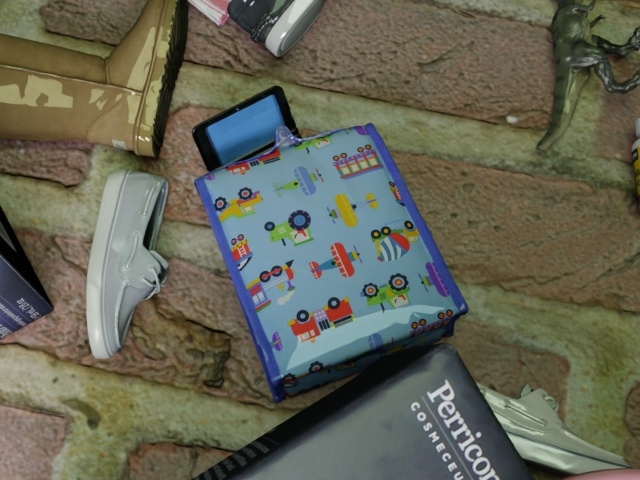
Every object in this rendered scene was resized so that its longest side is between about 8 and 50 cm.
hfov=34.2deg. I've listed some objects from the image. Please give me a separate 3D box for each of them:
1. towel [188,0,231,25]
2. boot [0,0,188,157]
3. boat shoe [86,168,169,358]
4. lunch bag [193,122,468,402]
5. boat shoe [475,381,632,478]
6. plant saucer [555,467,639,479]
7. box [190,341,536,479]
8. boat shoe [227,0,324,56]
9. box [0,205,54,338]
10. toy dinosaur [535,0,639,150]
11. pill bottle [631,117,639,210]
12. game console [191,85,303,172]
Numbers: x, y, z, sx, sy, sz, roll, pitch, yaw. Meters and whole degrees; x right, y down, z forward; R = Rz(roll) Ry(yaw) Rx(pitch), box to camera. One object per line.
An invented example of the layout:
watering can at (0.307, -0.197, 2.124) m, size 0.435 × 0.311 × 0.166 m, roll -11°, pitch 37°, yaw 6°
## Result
towel at (-0.122, -0.383, 1.342) m, size 0.144 × 0.029 × 0.197 m, roll 36°, pitch 73°, yaw 9°
boot at (-0.310, -0.224, 1.254) m, size 0.270 × 0.089 × 0.236 m, roll 10°, pitch 72°, yaw 3°
boat shoe at (-0.214, 0.024, 1.184) m, size 0.081 × 0.079 × 0.227 m, roll 3°, pitch 70°, yaw 4°
lunch bag at (0.000, 0.000, 1.168) m, size 0.221 × 0.138 × 0.293 m, roll -20°, pitch 74°, yaw -7°
boat shoe at (0.222, 0.198, 1.136) m, size 0.258 × 0.095 × 0.084 m, roll 20°, pitch 78°, yaw 3°
plant saucer at (0.226, 0.338, 0.777) m, size 0.332 × 0.084 × 0.332 m, roll 2°, pitch 80°, yaw -9°
box at (0.015, 0.418, 0.927) m, size 0.472 × 0.297 × 0.480 m, roll -31°, pitch 86°, yaw -12°
boat shoe at (0.005, -0.369, 1.295) m, size 0.091 × 0.114 × 0.302 m, roll 38°, pitch 75°, yaw 3°
box at (-0.466, 0.043, 1.058) m, size 0.294 × 0.296 × 0.182 m, roll -29°, pitch 76°, yaw -9°
toy dinosaur at (0.338, -0.229, 1.293) m, size 0.118 × 0.064 × 0.268 m, roll 7°, pitch 75°, yaw 7°
pill bottle at (0.409, -0.091, 1.247) m, size 0.065 × 0.065 × 0.116 m, roll -2°, pitch 72°, yaw -2°
game console at (-0.073, -0.103, 1.231) m, size 0.122 × 0.071 × 0.107 m, roll -28°, pitch 71°, yaw -9°
